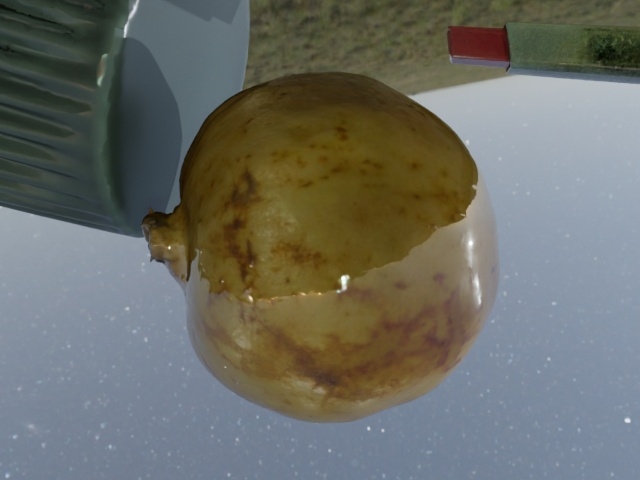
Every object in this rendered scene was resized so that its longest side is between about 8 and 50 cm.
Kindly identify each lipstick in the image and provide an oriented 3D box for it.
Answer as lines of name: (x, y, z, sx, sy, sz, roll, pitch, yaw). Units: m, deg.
lipstick: (0.244, -0.147, 0.490, 0.312, 0.051, 0.051, 13, 179, 27)

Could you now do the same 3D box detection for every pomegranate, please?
pomegranate: (0.000, 0.000, 0.416, 0.248, 0.248, 0.248, -10, -167, 2)

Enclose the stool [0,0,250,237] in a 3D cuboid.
stool: (-0.254, -0.164, 0.495, 0.330, 0.297, 0.297, 18, -162, 8)
